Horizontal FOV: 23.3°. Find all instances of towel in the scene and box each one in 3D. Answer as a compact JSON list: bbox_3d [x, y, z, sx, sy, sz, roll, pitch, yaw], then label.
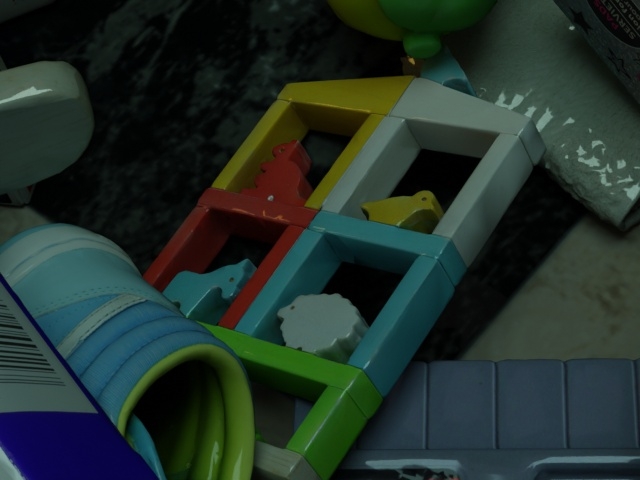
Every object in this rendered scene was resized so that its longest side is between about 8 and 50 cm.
[{"bbox_3d":[0.206,-0.148,0.978,0.187,0.049,0.282,38,72,28],"label":"towel"}]

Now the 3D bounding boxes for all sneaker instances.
[{"bbox_3d":[-0.159,0.147,0.752,0.208,0.127,0.319,24,77,47],"label":"sneaker"}]

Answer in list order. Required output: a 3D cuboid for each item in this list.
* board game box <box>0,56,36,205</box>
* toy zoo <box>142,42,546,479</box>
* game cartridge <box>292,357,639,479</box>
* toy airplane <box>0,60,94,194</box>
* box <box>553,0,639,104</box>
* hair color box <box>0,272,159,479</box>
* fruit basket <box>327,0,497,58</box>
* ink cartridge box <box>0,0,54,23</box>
[{"bbox_3d":[-0.341,-0.104,0.952,0.305,0.193,0.053,5,59,12],"label":"board game box"},{"bbox_3d":[0.000,0.000,0.886,0.192,0.030,0.293,12,58,42],"label":"toy zoo"},{"bbox_3d":[0.083,0.221,0.758,0.230,0.068,0.355,1,58,5],"label":"game cartridge"},{"bbox_3d":[-0.360,0.004,0.784,0.384,0.386,0.272,23,26,-25],"label":"toy airplane"},{"bbox_3d":[0.263,-0.117,0.845,0.163,0.142,0.247,-38,84,-14],"label":"box"},{"bbox_3d":[-0.253,0.151,0.684,0.339,0.110,0.185,-44,69,11],"label":"hair color box"},{"bbox_3d":[0.024,-0.304,0.951,0.392,0.283,0.392,-23,36,18],"label":"fruit basket"},{"bbox_3d":[-0.305,-0.197,1.025,0.219,0.160,0.093,-23,57,-6],"label":"ink cartridge box"}]
